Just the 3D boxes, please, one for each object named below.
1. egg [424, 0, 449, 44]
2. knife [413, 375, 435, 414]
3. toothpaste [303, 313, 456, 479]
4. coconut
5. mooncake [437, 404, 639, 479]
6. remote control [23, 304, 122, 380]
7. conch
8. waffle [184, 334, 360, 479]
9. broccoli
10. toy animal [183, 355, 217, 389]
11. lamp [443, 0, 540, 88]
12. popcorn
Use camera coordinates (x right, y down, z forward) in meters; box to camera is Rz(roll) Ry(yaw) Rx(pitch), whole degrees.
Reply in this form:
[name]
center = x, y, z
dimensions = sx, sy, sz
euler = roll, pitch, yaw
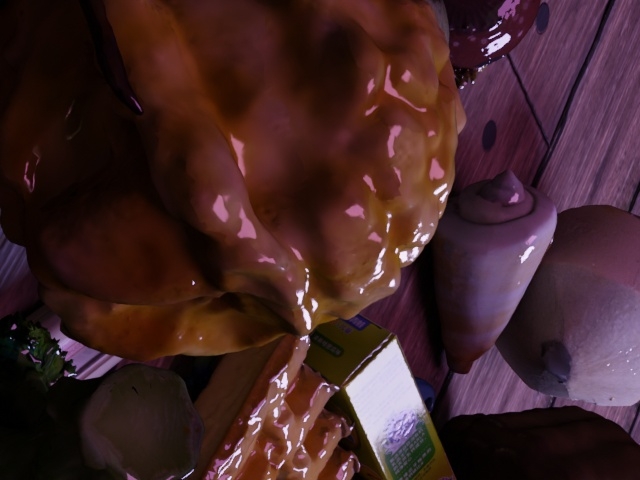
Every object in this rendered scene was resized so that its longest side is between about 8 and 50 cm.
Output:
[egg]
center = 0.006, -0.162, 1.607
dimensions = 0.228, 0.177, 0.177
euler = -36, 131, -32
[knife]
center = 0.045, 0.159, 1.936
dimensions = 0.244, 0.032, 0.058
euler = 14, 97, -55
[toothpaste]
center = 0.052, 0.189, 1.858
dimensions = 0.077, 0.110, 0.327
euler = -43, 138, -18
[coconut]
center = 0.304, 0.081, 2.152
dimensions = 0.241, 0.241, 0.241
euler = -28, 124, -53
[mooncake]
center = 0.226, 0.336, 2.005
dimensions = 0.187, 0.324, 0.324
euler = -1, 102, -36
[remote control]
center = -0.178, 0.068, 1.505
dimensions = 0.221, 0.042, 0.078
euler = -38, 131, -48
[conch]
center = 0.164, 0.025, 2.029
dimensions = 0.255, 0.127, 0.158
euler = -67, 172, 31
[waffle]
center = -0.070, 0.262, 1.682
dimensions = 0.304, 0.077, 0.348
euler = -58, 153, -28
[broccoli]
center = -0.222, 0.169, 1.243
dimensions = 0.297, 0.297, 0.297
euler = 24, 51, -33
[toy animal]
center = -0.087, 0.020, 1.646
dimensions = 0.075, 0.041, 0.217
euler = -2, 98, -52
[lamp]
center = 0.133, -0.244, 1.840
dimensions = 0.157, 0.156, 0.135
euler = -42, -173, -1
[popcorn]
center = -0.089, -0.095, 1.317
dimensions = 0.382, 0.349, 0.349
euler = 43, 62, -40
